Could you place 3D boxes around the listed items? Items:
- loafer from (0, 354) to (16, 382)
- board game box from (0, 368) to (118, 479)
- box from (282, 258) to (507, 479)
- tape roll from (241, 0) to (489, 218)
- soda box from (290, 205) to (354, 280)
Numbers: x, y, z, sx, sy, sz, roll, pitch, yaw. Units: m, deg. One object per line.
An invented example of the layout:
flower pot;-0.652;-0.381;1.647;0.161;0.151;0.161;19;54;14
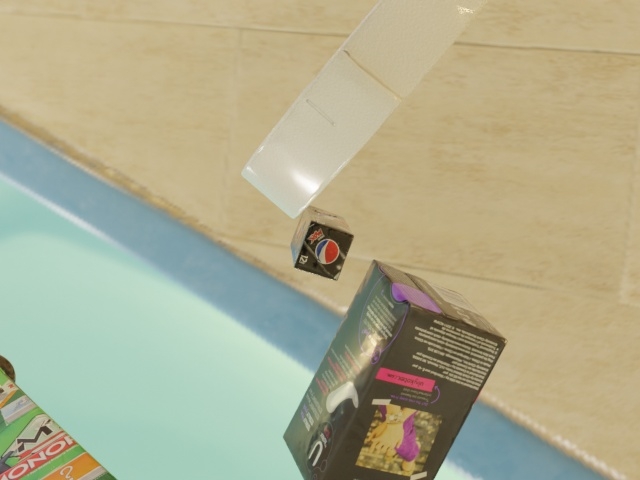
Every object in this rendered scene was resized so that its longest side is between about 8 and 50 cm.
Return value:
loafer;-0.362;0.182;1.142;0.078;0.080;0.220;32;80;38
board game box;-0.231;0.221;0.658;0.213;0.317;0.046;36;145;27
box;0.087;0.188;1.585;0.270;0.143;0.165;-63;22;12
tape roll;0.075;-0.186;1.195;0.072;0.392;0.392;41;116;-3
soda box;0.000;0.000;1.489;0.053;0.169;0.060;20;97;-6
